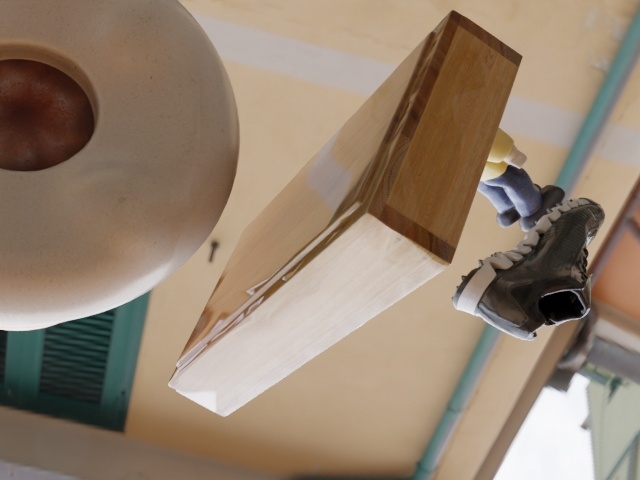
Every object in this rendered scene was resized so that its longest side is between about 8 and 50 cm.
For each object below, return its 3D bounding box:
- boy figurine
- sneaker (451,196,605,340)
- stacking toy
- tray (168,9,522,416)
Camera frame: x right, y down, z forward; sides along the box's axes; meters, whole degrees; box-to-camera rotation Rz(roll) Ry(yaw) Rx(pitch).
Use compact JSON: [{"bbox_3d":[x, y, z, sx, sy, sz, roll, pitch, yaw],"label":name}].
[{"bbox_3d":[0.198,-0.135,1.325,0.285,0.092,0.177,47,168,-20],"label":"boy figurine"},{"bbox_3d":[0.243,0.035,1.023,0.106,0.078,0.234,39,-132,24],"label":"sneaker"},{"bbox_3d":[-0.290,-0.018,0.947,0.351,0.480,0.350,7,-117,-15],"label":"stacking toy"},{"bbox_3d":[0.000,0.000,0.846,0.076,0.411,0.202,32,-124,-12],"label":"tray"}]
